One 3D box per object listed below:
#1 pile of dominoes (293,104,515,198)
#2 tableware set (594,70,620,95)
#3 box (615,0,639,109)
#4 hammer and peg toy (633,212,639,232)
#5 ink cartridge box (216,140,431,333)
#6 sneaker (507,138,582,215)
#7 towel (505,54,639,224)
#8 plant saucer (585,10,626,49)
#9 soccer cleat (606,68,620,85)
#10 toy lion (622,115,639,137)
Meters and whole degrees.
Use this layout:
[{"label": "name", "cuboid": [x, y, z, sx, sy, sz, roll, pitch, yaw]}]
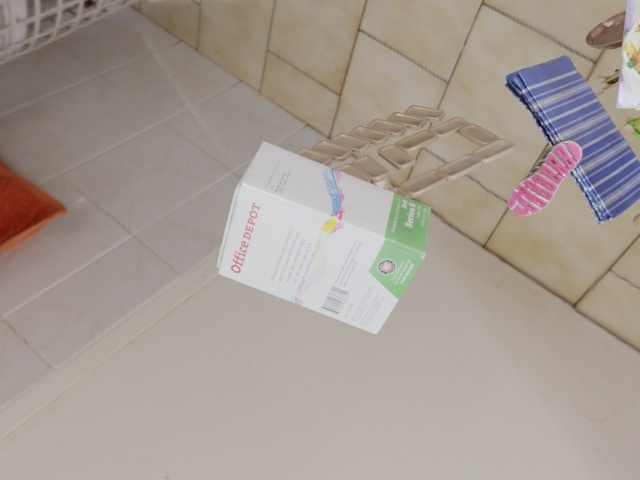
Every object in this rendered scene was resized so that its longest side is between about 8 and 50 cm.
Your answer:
[{"label": "pile of dominoes", "cuboid": [0.108, -0.109, 0.843, 0.196, 0.251, 0.040, 45, 153, 46]}, {"label": "tableware set", "cuboid": [0.728, -0.406, 1.489, 0.128, 0.194, 0.039, -30, 91, 25]}, {"label": "box", "cuboid": [0.565, -0.394, 1.058, 0.063, 0.067, 0.324, 6, 109, 24]}, {"label": "hammer and peg toy", "cuboid": [0.683, -0.035, 0.948, 0.266, 0.361, 0.127, 53, 145, 17]}, {"label": "ink cartridge box", "cuboid": [0.000, 0.000, 0.711, 0.212, 0.093, 0.154, 20, 135, -3]}, {"label": "sneaker", "cuboid": [0.401, -0.114, 1.079, 0.063, 0.075, 0.170, 39, 128, 10]}, {"label": "towel", "cuboid": [0.514, -0.209, 1.200, 0.336, 0.243, 0.040, 59, 141, 5]}, {"label": "plant saucer", "cuboid": [0.761, -0.530, 1.538, 0.168, 0.168, 0.029, -4, 132, 46]}, {"label": "soccer cleat", "cuboid": [0.852, -0.452, 1.622, 0.072, 0.179, 0.060, 57, -177, -6]}, {"label": "toy lion", "cuboid": [0.764, -0.264, 1.394, 0.096, 0.034, 0.100, 35, 155, 1]}]
